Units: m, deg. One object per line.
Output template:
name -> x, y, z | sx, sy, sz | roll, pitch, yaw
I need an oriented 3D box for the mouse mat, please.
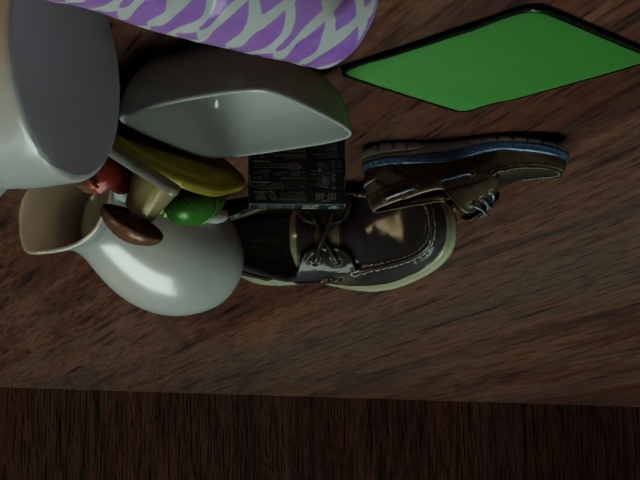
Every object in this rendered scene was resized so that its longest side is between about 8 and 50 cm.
mouse mat -> 0.129, -0.130, 1.072 | 0.190, 0.007, 0.152 | -11, 164, 44

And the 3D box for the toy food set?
toy food set -> -0.140, -0.044, 1.113 | 0.128, 0.071, 0.218 | 31, -169, 9

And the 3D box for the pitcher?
pitcher -> -0.150, -0.014, 1.368 | 0.178, 0.125, 0.207 | -27, 145, 29

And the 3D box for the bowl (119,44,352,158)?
bowl -> -0.062, -0.106, 1.063 | 0.142, 0.053, 0.142 | -8, 167, 29

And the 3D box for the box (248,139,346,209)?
box -> -0.020, -0.061, 1.239 | 0.083, 0.067, 0.018 | 0, 168, -5

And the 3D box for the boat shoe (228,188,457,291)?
boat shoe -> 0.000, 0.000, 1.441 | 0.285, 0.103, 0.092 | -3, 176, 38

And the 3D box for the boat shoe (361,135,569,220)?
boat shoe -> 0.129, -0.052, 1.286 | 0.183, 0.066, 0.066 | -3, 168, 12

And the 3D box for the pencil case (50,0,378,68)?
pencil case -> -0.061, -0.154, 0.790 | 0.206, 0.086, 0.088 | 8, 137, -41

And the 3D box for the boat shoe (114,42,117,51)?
boat shoe -> -0.186, -0.118, 1.027 | 0.038, 0.046, 0.125 | 13, 154, -31

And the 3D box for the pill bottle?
pill bottle -> -0.277, -0.089, 0.878 | 0.283, 0.160, 0.160 | -5, 167, 18
